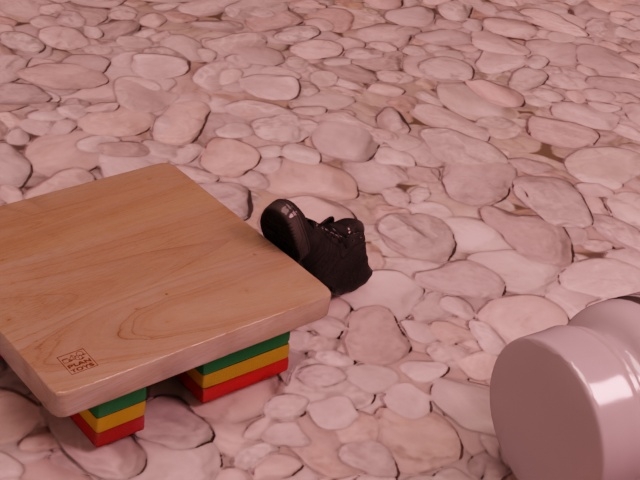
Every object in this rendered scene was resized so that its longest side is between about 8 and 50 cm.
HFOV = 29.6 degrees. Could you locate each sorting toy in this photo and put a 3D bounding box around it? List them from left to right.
[{"bbox_3d":[-0.171,0.053,1.035,0.257,0.089,0.255,-19,40,-35],"label":"sorting toy"}]

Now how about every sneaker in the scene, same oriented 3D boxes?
[{"bbox_3d":[0.002,0.001,1.108,0.051,0.170,0.089,32,64,33],"label":"sneaker"}]

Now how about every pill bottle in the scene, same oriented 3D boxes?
[{"bbox_3d":[0.290,0.115,0.966,0.283,0.161,0.161,-12,37,-27],"label":"pill bottle"}]
